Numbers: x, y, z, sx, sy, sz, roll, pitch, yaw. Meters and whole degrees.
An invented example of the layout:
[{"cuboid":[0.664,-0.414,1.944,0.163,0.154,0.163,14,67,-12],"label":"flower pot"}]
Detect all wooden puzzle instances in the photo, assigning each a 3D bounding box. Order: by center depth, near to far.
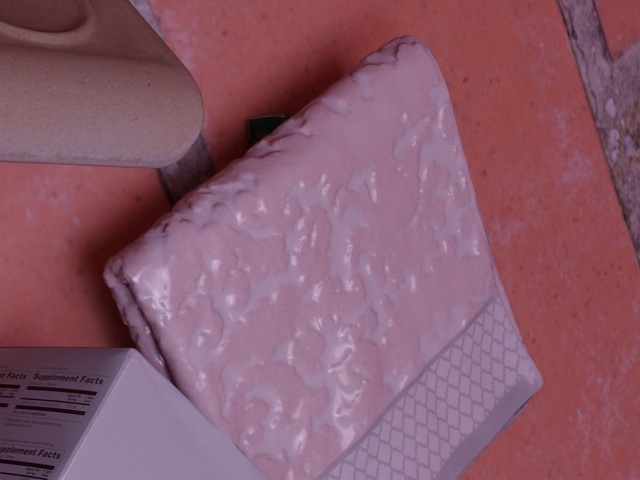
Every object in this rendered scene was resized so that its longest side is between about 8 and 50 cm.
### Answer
[{"cuboid":[-0.264,-0.157,0.902,0.322,0.080,0.348,0,45,-46],"label":"wooden puzzle"}]

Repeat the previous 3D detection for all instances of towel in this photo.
[{"cuboid":[0.023,0.064,1.255,0.332,0.053,0.317,-41,118,-40],"label":"towel"}]

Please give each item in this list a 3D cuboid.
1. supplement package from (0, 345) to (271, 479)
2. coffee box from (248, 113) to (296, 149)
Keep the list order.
[{"cuboid":[-0.148,0.198,1.057,0.194,0.149,0.203,49,56,-34],"label":"supplement package"},{"cuboid":[0.000,0.000,1.299,0.113,0.040,0.184,-4,92,-46],"label":"coffee box"}]
